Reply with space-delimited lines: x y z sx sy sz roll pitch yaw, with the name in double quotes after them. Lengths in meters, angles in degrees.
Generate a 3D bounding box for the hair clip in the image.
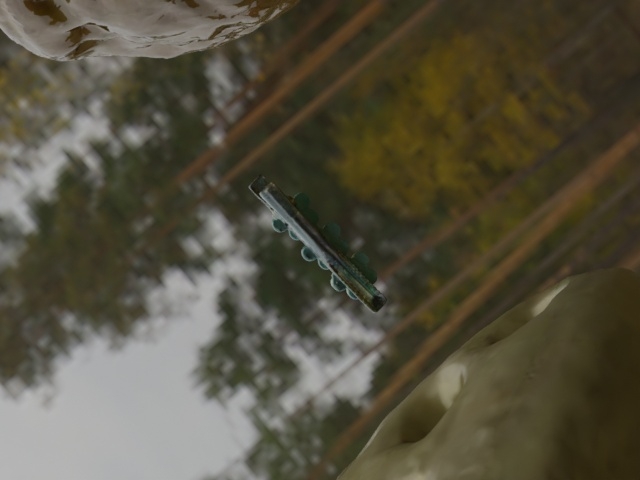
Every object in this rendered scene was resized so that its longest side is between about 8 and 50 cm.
0.001 -0.001 1.866 0.173 0.049 0.049 46 -172 -19 "hair clip"

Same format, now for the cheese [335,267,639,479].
0.067 0.163 1.162 0.129 0.328 0.351 46 143 -14 "cheese"

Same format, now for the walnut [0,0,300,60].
-0.134 -0.255 1.241 0.306 0.306 0.344 52 -173 15 "walnut"
